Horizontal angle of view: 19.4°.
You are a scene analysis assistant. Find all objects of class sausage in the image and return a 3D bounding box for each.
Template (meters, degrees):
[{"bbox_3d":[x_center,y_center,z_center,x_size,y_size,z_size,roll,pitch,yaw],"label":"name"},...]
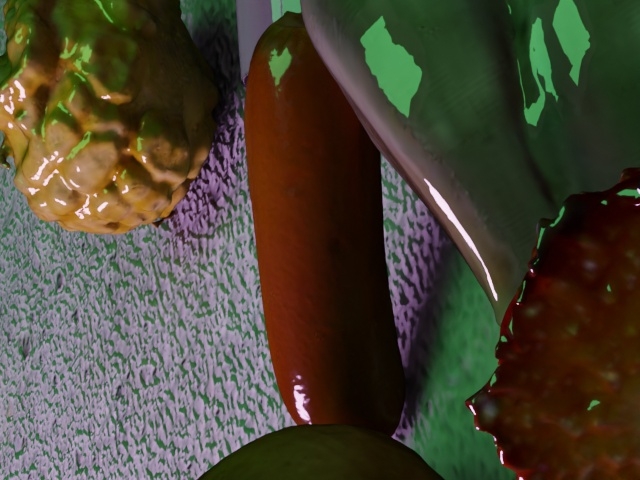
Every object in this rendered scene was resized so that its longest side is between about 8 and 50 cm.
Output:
[{"bbox_3d":[0.000,0.000,1.227,0.083,0.089,0.300,-48,-46,-70],"label":"sausage"}]

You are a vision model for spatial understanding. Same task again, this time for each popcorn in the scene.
[{"bbox_3d":[-0.192,-0.126,1.607,0.190,0.250,0.250,-26,47,13],"label":"popcorn"}]

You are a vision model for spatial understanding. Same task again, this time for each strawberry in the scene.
[{"bbox_3d":[0.177,0.032,0.865,0.178,0.234,0.234,-86,20,-64],"label":"strawberry"}]

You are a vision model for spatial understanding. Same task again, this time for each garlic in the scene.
[{"bbox_3d":[0.125,-0.115,1.069,0.231,0.246,0.340,-33,30,8],"label":"garlic"}]

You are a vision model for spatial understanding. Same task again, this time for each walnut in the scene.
[{"bbox_3d":[-0.023,0.230,1.157,0.336,0.209,0.209,137,138,-62],"label":"walnut"}]

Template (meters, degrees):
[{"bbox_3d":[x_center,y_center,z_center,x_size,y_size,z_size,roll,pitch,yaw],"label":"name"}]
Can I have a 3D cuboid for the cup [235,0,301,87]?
[{"bbox_3d":[0.011,-0.251,1.321,0.203,0.203,0.288,-15,72,60],"label":"cup"}]
